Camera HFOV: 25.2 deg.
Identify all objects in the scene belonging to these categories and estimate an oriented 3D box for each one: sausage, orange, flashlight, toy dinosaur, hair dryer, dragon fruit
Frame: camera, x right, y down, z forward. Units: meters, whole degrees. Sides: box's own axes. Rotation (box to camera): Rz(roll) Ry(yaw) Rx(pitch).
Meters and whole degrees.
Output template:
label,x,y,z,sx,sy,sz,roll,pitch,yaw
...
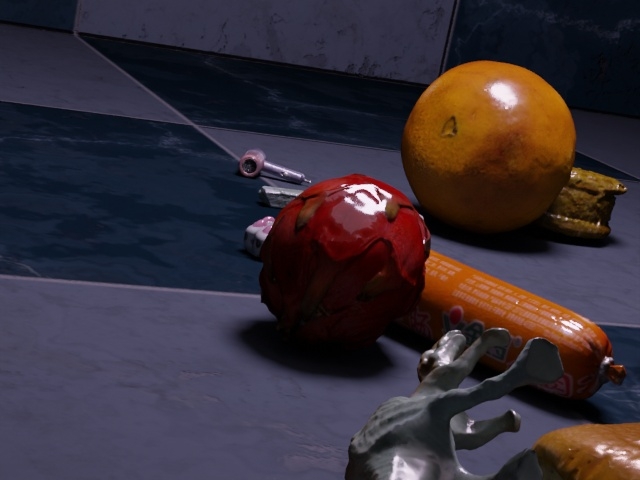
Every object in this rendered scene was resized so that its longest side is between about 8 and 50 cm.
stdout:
label,x,y,z,sx,sy,sz,roll,pitch,yaw
sausage,0.185,0.090,1.492,0.093,0.093,0.312,-3,20,-46
orange,0.248,-0.137,2.117,0.261,0.261,0.261,11,13,-3
flashlight,0.000,0.000,1.796,0.200,0.048,0.093,2,16,-32
toy dinosaur,0.079,0.161,1.036,0.205,0.092,0.393,-21,19,41
hair dryer,-0.069,-0.108,2.226,0.114,0.037,0.063,19,15,1
dragon fruit,0.027,0.020,1.458,0.172,0.172,0.209,14,39,11

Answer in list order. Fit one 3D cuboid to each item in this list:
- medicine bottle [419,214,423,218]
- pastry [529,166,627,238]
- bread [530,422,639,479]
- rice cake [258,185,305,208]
label,x,y,z,sx,sy,sz,roll,pitch,yaw
medicine bottle,0.089,0.010,1.734,0.058,0.091,0.058,11,14,-3
pastry,0.382,-0.068,2.263,0.188,0.103,0.189,14,8,-2
bread,0.279,0.198,1.061,0.245,0.121,0.174,1,18,-31
rice cake,-0.005,-0.054,2.058,0.170,0.029,0.033,9,18,-15
